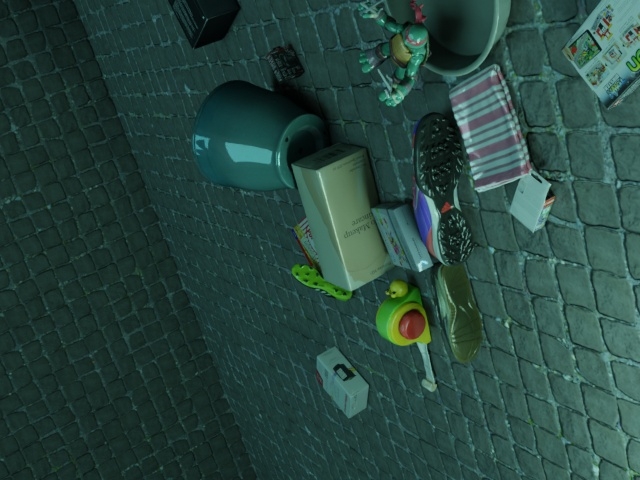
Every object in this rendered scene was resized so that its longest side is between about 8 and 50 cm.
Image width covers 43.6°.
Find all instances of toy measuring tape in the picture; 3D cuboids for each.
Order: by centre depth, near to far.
[{"bbox_3d":[0.202,0.242,1.911,0.121,0.121,0.330,27,137,53],"label":"toy measuring tape"}]

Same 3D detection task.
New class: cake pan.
[{"bbox_3d":[0.205,-0.420,1.321,0.293,0.054,0.293,45,150,36],"label":"cake pan"}]

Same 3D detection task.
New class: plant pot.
[{"bbox_3d":[-0.126,-0.236,1.947,0.255,0.271,0.272,19,132,38],"label":"plant pot"}]

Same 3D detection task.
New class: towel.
[{"bbox_3d":[0.287,-0.191,1.380,0.144,0.029,0.197,-22,84,65],"label":"towel"}]

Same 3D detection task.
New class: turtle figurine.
[{"bbox_3d":[0.130,-0.318,1.366,0.234,0.118,0.175,126,131,-80],"label":"turtle figurine"}]

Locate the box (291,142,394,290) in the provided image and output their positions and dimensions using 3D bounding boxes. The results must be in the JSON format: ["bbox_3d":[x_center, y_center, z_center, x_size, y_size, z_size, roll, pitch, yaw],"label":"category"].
[{"bbox_3d":[0.056,-0.056,1.873,0.121,0.148,0.311,21,134,56],"label":"box"}]

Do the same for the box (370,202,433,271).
[{"bbox_3d":[0.175,-0.011,1.753,0.186,0.038,0.145,-159,45,-79],"label":"box"}]

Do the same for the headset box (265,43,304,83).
[{"bbox_3d":[-0.085,-0.420,1.892,0.083,0.062,0.032,62,155,1],"label":"headset box"}]

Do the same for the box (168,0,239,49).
[{"bbox_3d":[-0.332,-0.666,2.097,0.261,0.103,0.184,64,159,1],"label":"box"}]

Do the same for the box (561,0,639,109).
[{"bbox_3d":[0.414,-0.279,1.062,0.114,0.036,0.207,57,155,14],"label":"box"}]

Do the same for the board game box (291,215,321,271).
[{"bbox_3d":[0.000,0.000,2.157,0.147,0.045,0.193,61,156,6],"label":"board game box"}]

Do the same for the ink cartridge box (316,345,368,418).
[{"bbox_3d":[0.065,0.429,2.417,0.175,0.072,0.127,46,150,34],"label":"ink cartridge box"}]

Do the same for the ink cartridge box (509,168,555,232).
[{"bbox_3d":[0.366,-0.076,1.369,0.063,0.029,0.115,48,149,32],"label":"ink cartridge box"}]

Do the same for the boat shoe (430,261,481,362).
[{"bbox_3d":[0.284,0.147,1.705,0.073,0.080,0.224,16,123,66],"label":"boat shoe"}]

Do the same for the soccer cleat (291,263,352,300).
[{"bbox_3d":[0.001,0.120,2.183,0.179,0.060,0.072,24,156,5],"label":"soccer cleat"}]

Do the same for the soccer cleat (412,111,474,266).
[{"bbox_3d":[0.217,-0.101,1.558,0.116,0.108,0.318,33,144,55],"label":"soccer cleat"}]
